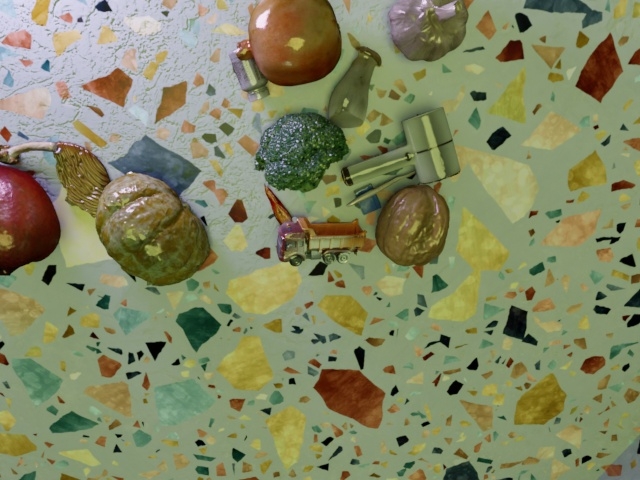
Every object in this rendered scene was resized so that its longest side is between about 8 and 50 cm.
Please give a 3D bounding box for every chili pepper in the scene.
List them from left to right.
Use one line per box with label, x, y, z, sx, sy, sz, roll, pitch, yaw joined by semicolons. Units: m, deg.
chili pepper;-0.136;-0.104;1.462;0.045;0.027;0.178;-31;111;3

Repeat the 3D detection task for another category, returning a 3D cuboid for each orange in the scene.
orange;-0.509;-0.011;1.376;0.271;0.210;0.368;-34;113;6

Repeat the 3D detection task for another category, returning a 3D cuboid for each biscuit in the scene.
biscuit;-0.721;-0.185;1.379;0.176;0.031;0.228;-41;110;10

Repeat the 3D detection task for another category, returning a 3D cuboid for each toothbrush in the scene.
toothbrush;0.214;-0.183;1.441;0.307;0.025;0.029;-28;104;-3

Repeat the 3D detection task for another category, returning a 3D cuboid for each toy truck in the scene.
toy truck;0.000;0.000;1.457;0.270;0.114;0.135;-3;116;-14

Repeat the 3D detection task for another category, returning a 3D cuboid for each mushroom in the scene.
mushroom;-0.834;-0.254;1.317;0.187;0.061;0.060;-8;101;7
mushroom;0.092;-0.435;1.323;0.116;0.093;0.225;10;102;-21

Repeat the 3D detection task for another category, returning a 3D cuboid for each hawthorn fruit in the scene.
hawthorn fruit;-0.886;-0.048;1.303;0.295;0.295;0.311;19;85;-12

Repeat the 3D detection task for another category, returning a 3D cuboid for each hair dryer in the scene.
hair dryer;0.214;-0.240;1.372;0.362;0.128;0.203;-18;102;5

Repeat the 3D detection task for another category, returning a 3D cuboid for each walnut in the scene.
walnut;0.285;-0.050;1.425;0.224;0.257;0.257;2;116;-40

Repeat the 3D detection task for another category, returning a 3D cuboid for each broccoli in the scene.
broccoli;-0.052;-0.243;1.325;0.269;0.261;0.241;-42;142;-28

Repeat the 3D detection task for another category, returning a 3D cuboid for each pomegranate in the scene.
pomegranate;-0.082;-0.511;1.184;0.270;0.252;0.229;-15;108;7

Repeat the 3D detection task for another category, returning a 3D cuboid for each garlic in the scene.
garlic;0.297;-0.580;1.211;0.219;0.212;0.218;-2;107;-8

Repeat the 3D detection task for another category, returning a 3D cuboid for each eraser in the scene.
eraser;0.150;-0.131;1.475;0.063;0.027;0.084;-23;112;5

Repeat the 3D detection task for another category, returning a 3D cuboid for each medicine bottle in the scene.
medicine bottle;-0.193;-0.463;1.285;0.079;0.079;0.140;-19;112;3
